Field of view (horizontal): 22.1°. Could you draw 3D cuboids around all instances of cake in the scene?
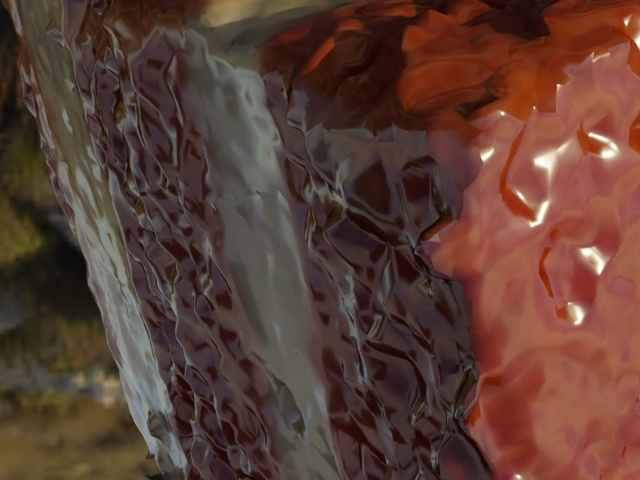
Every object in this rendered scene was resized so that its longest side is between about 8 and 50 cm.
[{"bbox_3d":[0.063,-0.021,0.615,0.270,0.269,0.319,-28,-147,-26],"label":"cake"}]
